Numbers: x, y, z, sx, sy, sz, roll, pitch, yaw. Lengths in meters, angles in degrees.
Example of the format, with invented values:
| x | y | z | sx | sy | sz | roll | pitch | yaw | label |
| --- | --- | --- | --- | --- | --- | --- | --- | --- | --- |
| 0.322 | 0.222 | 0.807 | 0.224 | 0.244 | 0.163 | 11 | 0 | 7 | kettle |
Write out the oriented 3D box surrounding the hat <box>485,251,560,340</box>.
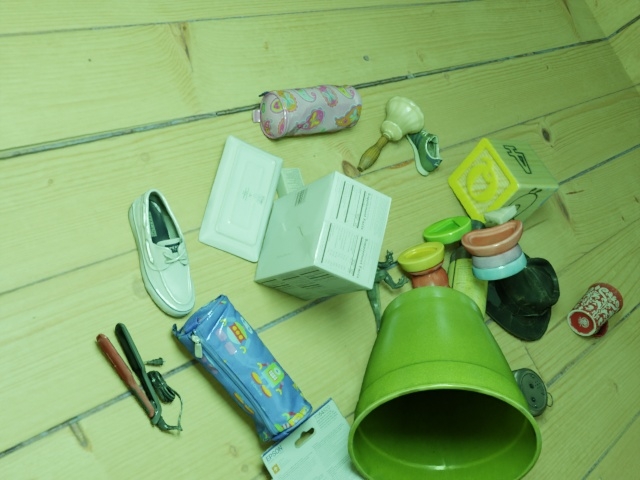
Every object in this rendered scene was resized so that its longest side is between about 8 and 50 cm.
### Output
| x | y | z | sx | sy | sz | roll | pitch | yaw | label |
| --- | --- | --- | --- | --- | --- | --- | --- | --- | --- |
| 0.588 | 0.120 | 1.868 | 0.331 | 0.134 | 0.331 | 16 | 61 | -30 | hat |

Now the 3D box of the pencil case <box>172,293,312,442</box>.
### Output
| x | y | z | sx | sy | sz | roll | pitch | yaw | label |
| --- | --- | --- | --- | --- | --- | --- | --- | --- | --- |
| -0.148 | 0.250 | 1.268 | 0.306 | 0.119 | 0.133 | 52 | 25 | -4 | pencil case |

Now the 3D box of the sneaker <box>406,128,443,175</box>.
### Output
| x | y | z | sx | sy | sz | roll | pitch | yaw | label |
| --- | --- | --- | --- | --- | --- | --- | --- | --- | --- |
| 0.303 | -0.288 | 1.888 | 0.064 | 0.086 | 0.192 | 0 | 68 | -36 | sneaker |

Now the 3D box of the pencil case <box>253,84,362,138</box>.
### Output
| x | y | z | sx | sy | sz | roll | pitch | yaw | label |
| --- | --- | --- | --- | --- | --- | --- | --- | --- | --- |
| -0.027 | -0.326 | 1.647 | 0.284 | 0.124 | 0.124 | -17 | 79 | -40 | pencil case |

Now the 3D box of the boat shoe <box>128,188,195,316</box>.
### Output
| x | y | z | sx | sy | sz | roll | pitch | yaw | label |
| --- | --- | --- | --- | --- | --- | --- | --- | --- | --- |
| -0.307 | 0.023 | 1.288 | 0.095 | 0.084 | 0.258 | -19 | 80 | -41 | boat shoe |

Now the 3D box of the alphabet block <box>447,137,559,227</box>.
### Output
| x | y | z | sx | sy | sz | roll | pitch | yaw | label |
| --- | --- | --- | --- | --- | --- | --- | --- | --- | --- |
| 0.526 | -0.166 | 1.901 | 0.197 | 0.192 | 0.193 | -4 | 53 | -37 | alphabet block |

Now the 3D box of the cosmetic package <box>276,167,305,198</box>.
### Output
| x | y | z | sx | sy | sz | roll | pitch | yaw | label |
| --- | --- | --- | --- | --- | --- | --- | --- | --- | --- |
| -0.067 | -0.113 | 1.559 | 0.060 | 0.041 | 0.115 | -4 | 71 | -37 | cosmetic package |

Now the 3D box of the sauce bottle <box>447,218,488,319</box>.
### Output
| x | y | z | sx | sy | sz | roll | pitch | yaw | label |
| --- | --- | --- | --- | --- | --- | --- | --- | --- | --- |
| 0.395 | 0.091 | 1.752 | 0.111 | 0.111 | 0.344 | 33 | 52 | -20 | sauce bottle |

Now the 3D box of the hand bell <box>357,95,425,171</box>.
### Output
| x | y | z | sx | sy | sz | roll | pitch | yaw | label |
| --- | --- | --- | --- | --- | --- | --- | --- | --- | --- |
| 0.171 | -0.273 | 1.794 | 0.126 | 0.126 | 0.242 | 45 | 63 | -10 | hand bell |

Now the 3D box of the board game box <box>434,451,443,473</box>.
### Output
| x | y | z | sx | sy | sz | roll | pitch | yaw | label |
| --- | --- | --- | --- | --- | --- | --- | --- | --- | --- |
| 0.322 | 0.665 | 1.439 | 0.254 | 0.079 | 0.336 | 24 | 56 | -25 | board game box |

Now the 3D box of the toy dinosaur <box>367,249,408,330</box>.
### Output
| x | y | z | sx | sy | sz | roll | pitch | yaw | label |
| --- | --- | --- | --- | --- | --- | --- | --- | --- | --- |
| 0.141 | 0.081 | 1.607 | 0.118 | 0.064 | 0.268 | -13 | 78 | -25 | toy dinosaur |

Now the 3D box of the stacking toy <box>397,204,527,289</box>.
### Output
| x | y | z | sx | sy | sz | roll | pitch | yaw | label |
| --- | --- | --- | --- | --- | --- | --- | --- | --- | --- |
| 0.382 | 0.037 | 1.683 | 0.279 | 0.309 | 0.130 | -46 | 120 | -57 | stacking toy |

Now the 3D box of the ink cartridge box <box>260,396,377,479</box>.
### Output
| x | y | z | sx | sy | sz | roll | pitch | yaw | label |
| --- | --- | --- | --- | --- | --- | --- | --- | --- | --- |
| 0.002 | 0.469 | 1.322 | 0.223 | 0.045 | 0.224 | -28 | 85 | -42 | ink cartridge box |

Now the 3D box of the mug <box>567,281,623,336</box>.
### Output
| x | y | z | sx | sy | sz | roll | pitch | yaw | label |
| --- | --- | --- | --- | --- | --- | --- | --- | --- | --- |
| 0.853 | 0.230 | 2.025 | 0.169 | 0.113 | 0.150 | -29 | 85 | -38 | mug |

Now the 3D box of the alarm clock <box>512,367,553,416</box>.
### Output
| x | y | z | sx | sy | sz | roll | pitch | yaw | label |
| --- | --- | --- | --- | --- | --- | --- | --- | --- | --- |
| 0.563 | 0.411 | 1.755 | 0.192 | 0.064 | 0.129 | 20 | 57 | -31 | alarm clock |

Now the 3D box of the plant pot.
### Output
| x | y | z | sx | sy | sz | roll | pitch | yaw | label |
| --- | --- | --- | --- | --- | --- | --- | --- | --- | --- |
| 0.249 | 0.295 | 1.397 | 0.366 | 0.366 | 0.353 | 34 | 33 | -19 | plant pot |

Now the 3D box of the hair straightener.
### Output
| x | y | z | sx | sy | sz | roll | pitch | yaw | label |
| --- | --- | --- | --- | --- | --- | --- | --- | --- | --- |
| -0.310 | 0.247 | 1.200 | 0.089 | 0.047 | 0.230 | -35 | 91 | -41 | hair straightener |

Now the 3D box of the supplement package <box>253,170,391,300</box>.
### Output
| x | y | z | sx | sy | sz | roll | pitch | yaw | label |
| --- | --- | --- | --- | --- | --- | --- | --- | --- | --- |
| 0.000 | 0.000 | 1.384 | 0.145 | 0.262 | 0.204 | 24 | 69 | -26 | supplement package |

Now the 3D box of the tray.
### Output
| x | y | z | sx | sy | sz | roll | pitch | yaw | label |
| --- | --- | --- | --- | --- | --- | --- | --- | --- | --- |
| -0.168 | -0.098 | 1.459 | 0.145 | 0.030 | 0.270 | 23 | 65 | -24 | tray |
